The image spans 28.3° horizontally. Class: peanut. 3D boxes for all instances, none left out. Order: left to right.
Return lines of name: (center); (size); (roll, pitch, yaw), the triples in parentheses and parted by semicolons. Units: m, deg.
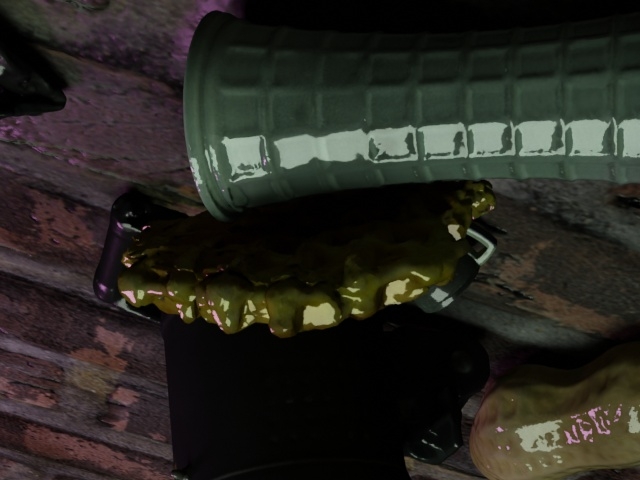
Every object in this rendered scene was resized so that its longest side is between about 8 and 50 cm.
peanut: (0.239, 0.158, 1.186); (0.125, 0.111, 0.274); (43, 137, -19)

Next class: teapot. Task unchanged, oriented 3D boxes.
teapot: (0.100, 0.014, 1.041); (0.088, 0.066, 0.057); (-37, 109, 27)

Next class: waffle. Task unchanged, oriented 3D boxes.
waffle: (0.000, 0.002, 0.873); (0.291, 0.291, 0.051); (-1, 107, 22)

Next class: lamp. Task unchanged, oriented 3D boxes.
lamp: (-0.042, 0.154, 1.111); (0.374, 0.272, 0.205); (17, 148, -8)

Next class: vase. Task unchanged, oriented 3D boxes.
vase: (0.077, -0.083, 0.804); (0.299, 0.143, 0.143); (0, 148, 16)

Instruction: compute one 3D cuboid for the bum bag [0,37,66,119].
bum bag: (-0.302, -0.157, 0.875); (0.137, 0.074, 0.310); (-12, 150, 16)
